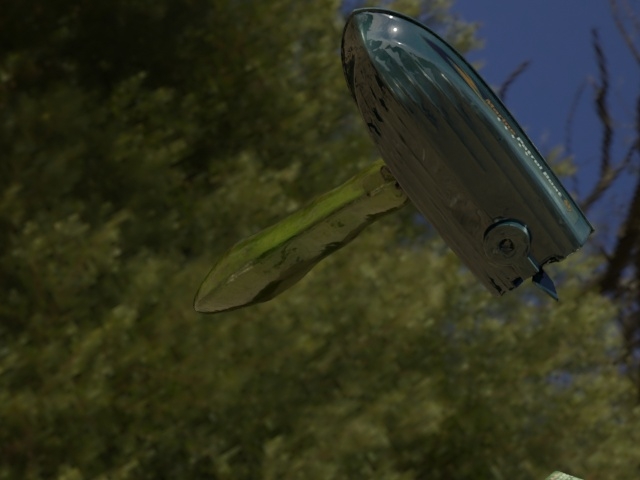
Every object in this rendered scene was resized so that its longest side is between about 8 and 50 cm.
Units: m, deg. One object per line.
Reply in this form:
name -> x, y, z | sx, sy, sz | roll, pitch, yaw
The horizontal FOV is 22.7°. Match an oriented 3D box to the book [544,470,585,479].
book -> 0.331, 0.333, 1.475 | 0.264, 0.027, 0.202 | 11, -55, 47

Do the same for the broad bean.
broad bean -> -0.004, -0.008, 1.369 | 0.067, 0.075, 0.325 | 44, -50, -16

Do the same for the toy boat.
toy boat -> 0.097, -0.068, 1.143 | 0.093, 0.103, 0.246 | -33, -74, 22
